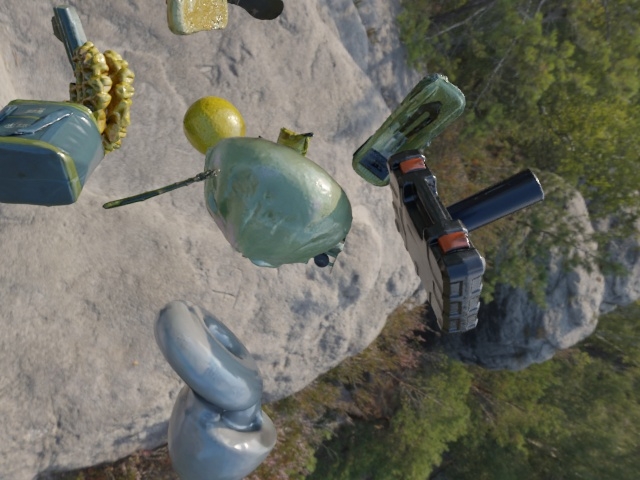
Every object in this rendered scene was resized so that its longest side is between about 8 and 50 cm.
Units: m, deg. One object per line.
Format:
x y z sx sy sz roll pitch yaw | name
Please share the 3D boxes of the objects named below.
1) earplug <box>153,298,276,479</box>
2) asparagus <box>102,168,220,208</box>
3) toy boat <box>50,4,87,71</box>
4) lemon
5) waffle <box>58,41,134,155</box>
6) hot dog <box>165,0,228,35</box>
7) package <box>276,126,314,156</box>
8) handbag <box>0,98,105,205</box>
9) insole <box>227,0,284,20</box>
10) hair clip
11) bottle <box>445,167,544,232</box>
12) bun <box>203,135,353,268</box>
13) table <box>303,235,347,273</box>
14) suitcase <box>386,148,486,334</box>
-0.181 0.247 0.678 0.175 0.214 0.325 -15 106 -15 | earplug
-0.220 -0.072 0.584 0.166 0.013 0.016 -20 116 -14 | asparagus
-0.789 -0.608 1.334 0.085 0.078 0.260 4 128 5 | toy boat
-0.318 -0.340 1.268 0.203 0.178 0.178 41 74 -8 | lemon
-0.689 -0.415 1.270 0.151 0.261 0.324 1 140 -42 | waffle
-0.286 -0.516 0.939 0.242 0.074 0.084 -66 161 -55 | hot dog
-0.136 -0.468 2.035 0.090 0.226 0.168 7 105 -55 | package
-0.732 -0.233 1.088 0.264 0.240 0.222 -1 134 -7 | handbag
-0.247 -0.834 1.429 0.349 0.119 0.009 -17 68 -51 | insole
0.213 -0.275 1.039 0.138 0.321 0.091 32 43 -17 | hair clip
0.332 -0.064 0.872 0.072 0.245 0.082 66 23 6 | bottle
-0.100 -0.047 0.768 0.293 0.293 0.187 40 68 -32 | bun
0.000 0.000 1.347 0.146 0.062 0.175 23 69 -8 | table
0.191 -0.002 0.720 0.066 0.285 0.206 -16 139 2 | suitcase
